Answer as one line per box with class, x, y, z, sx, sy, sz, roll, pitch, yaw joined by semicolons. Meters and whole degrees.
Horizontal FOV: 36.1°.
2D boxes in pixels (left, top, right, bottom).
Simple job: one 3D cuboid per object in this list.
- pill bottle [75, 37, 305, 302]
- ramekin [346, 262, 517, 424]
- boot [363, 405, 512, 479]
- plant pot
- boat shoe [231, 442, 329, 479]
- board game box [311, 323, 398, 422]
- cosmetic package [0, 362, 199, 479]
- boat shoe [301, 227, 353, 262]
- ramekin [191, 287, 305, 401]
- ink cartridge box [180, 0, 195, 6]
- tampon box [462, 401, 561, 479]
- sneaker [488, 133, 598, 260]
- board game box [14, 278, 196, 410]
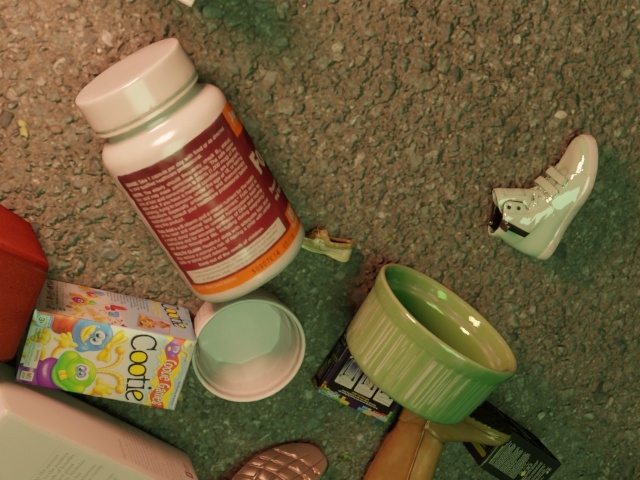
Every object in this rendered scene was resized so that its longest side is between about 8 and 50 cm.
pill bottle;-0.209;-0.112;1.598;0.224;0.224;0.392;-32;116;-2
ramekin;0.193;0.193;1.791;0.303;0.303;0.148;28;109;-23
boot;0.230;0.442;1.972;0.236;0.089;0.269;25;104;20
plant pot;-0.584;0.053;1.555;0.236;0.267;0.267;16;106;-33
boat shoe;-0.127;0.514;1.936;0.324;0.123;0.116;-30;149;-12
board game box;0.091;0.261;1.920;0.170;0.048;0.141;29;100;-23
cosmetic package;-0.447;0.421;1.732;0.230;0.161;0.453;-48;126;6
boat shoe;0.000;0.000;1.797;0.135;0.050;0.045;18;102;-31
ramekin;-0.138;0.179;1.793;0.207;0.109;0.207;-5;112;-13
ink cartridge box;-0.297;-0.471;1.442;0.283;0.207;0.117;27;100;-22
tampon box;0.387;0.433;2.027;0.161;0.120;0.101;36;97;-24
sneaker;0.412;-0.097;1.844;0.151;0.094;0.256;20;103;-18
board game box;-0.373;0.179;1.709;0.275;0.144;0.142;14;107;-19
